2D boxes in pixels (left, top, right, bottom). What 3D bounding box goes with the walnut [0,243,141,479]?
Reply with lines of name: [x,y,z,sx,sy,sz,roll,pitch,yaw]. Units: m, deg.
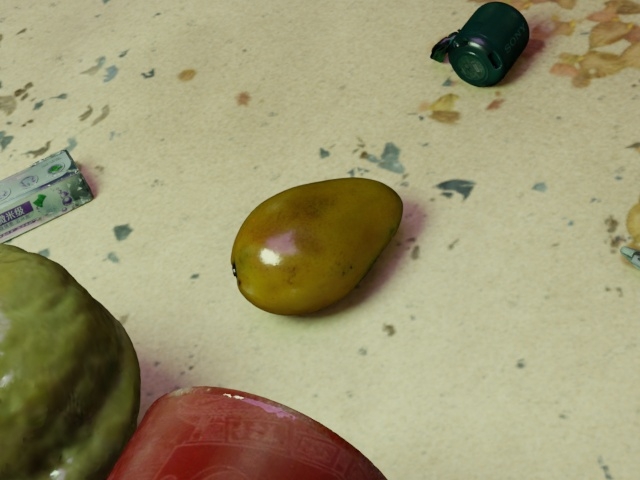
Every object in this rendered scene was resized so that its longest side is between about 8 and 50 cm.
walnut: [-0.266,0.135,1.135,0.283,0.227,0.283,-3,52,4]

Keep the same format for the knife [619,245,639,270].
knife: [0.307,0.047,1.182,0.184,0.026,0.022,32,101,38]

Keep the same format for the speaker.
speaker: [0.145,-0.189,1.459,0.094,0.060,0.075,14,50,31]

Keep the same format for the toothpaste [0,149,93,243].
toothpaste: [-0.316,-0.022,1.457,0.196,0.040,0.047,-27,38,-10]

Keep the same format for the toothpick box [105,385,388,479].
toothpick box: [-0.098,0.279,0.943,0.204,0.204,0.333,8,49,26]

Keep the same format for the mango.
mango: [-0.005,-0.001,1.295,0.111,0.089,0.163,22,45,22]
